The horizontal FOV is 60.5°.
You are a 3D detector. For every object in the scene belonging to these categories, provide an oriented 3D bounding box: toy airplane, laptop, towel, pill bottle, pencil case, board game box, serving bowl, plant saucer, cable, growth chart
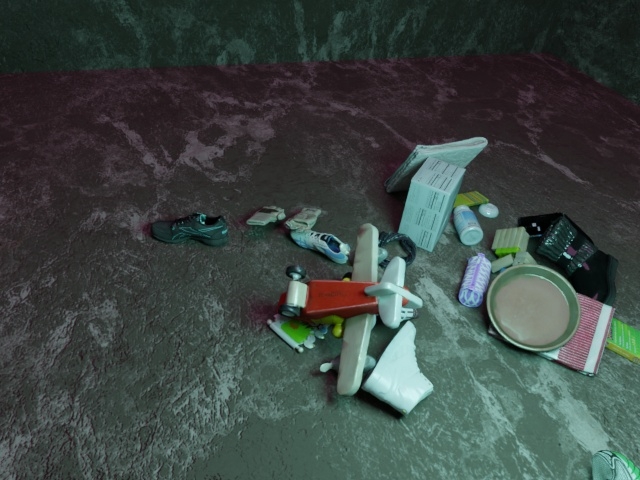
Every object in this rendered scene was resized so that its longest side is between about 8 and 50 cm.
[{"bbox_3d":[0.103,0.180,1.533,0.386,0.272,0.384,-43,50,0],"label":"toy airplane"},{"bbox_3d":[0.908,-0.010,2.099,0.264,0.137,0.234,-7,17,19],"label":"laptop"},{"bbox_3d":[0.450,-0.297,2.180,0.316,0.332,0.054,-9,72,-20],"label":"towel"},{"bbox_3d":[0.558,-0.158,2.239,0.237,0.021,0.102,-11,30,-15],"label":"towel"},{"bbox_3d":[0.556,-0.062,2.085,0.087,0.087,0.160,4,39,-6],"label":"pill bottle"},{"bbox_3d":[0.522,0.133,1.843,0.086,0.088,0.206,17,41,13],"label":"pencil case"},{"bbox_3d":[0.974,0.321,1.740,0.259,0.039,0.124,32,44,22],"label":"board game box"},{"bbox_3d":[0.688,-0.129,2.238,0.083,0.027,0.083,5,39,-4],"label":"serving bowl"},{"bbox_3d":[0.648,0.205,1.681,0.277,0.041,0.278,-2,66,4],"label":"plant saucer"},{"bbox_3d":[0.263,0.042,1.947,0.150,0.047,0.184,22,43,5],"label":"cable"},{"bbox_3d":[0.711,0.248,1.697,0.328,0.037,0.237,22,71,15],"label":"towel"},{"bbox_3d":[-0.044,0.234,1.669,0.172,0.021,0.237,29,44,22],"label":"growth chart"}]

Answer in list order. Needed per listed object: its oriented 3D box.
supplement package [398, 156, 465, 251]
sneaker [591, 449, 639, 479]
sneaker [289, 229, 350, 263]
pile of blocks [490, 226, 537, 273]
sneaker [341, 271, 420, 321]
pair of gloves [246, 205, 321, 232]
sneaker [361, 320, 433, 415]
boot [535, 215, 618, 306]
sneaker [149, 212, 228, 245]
[{"bbox_3d":[0.402,-0.134,2.005,0.145,0.262,0.204,23,42,17],"label":"supplement package"},{"bbox_3d":[0.656,0.626,1.232,0.146,0.134,0.344,13,40,6],"label":"sneaker"},{"bbox_3d":[0.000,0.000,1.910,0.237,0.086,0.085,24,43,20],"label":"sneaker"},{"bbox_3d":[0.688,0.116,1.902,0.112,0.149,0.362,39,37,-33],"label":"pile of blocks"},{"bbox_3d":[0.197,0.189,1.729,0.162,0.107,0.281,13,13,-42],"label":"sneaker"},{"bbox_3d":[-0.130,-0.077,1.970,0.240,0.042,0.204,5,20,8],"label":"pair of gloves"},{"bbox_3d":[0.242,0.359,1.523,0.169,0.108,0.292,35,41,9],"label":"sneaker"},{"bbox_3d":[0.847,0.094,1.847,0.260,0.131,0.348,39,44,0],"label":"boot"},{"bbox_3d":[-0.448,-0.053,1.877,0.267,0.106,0.101,3,41,-4],"label":"sneaker"}]
